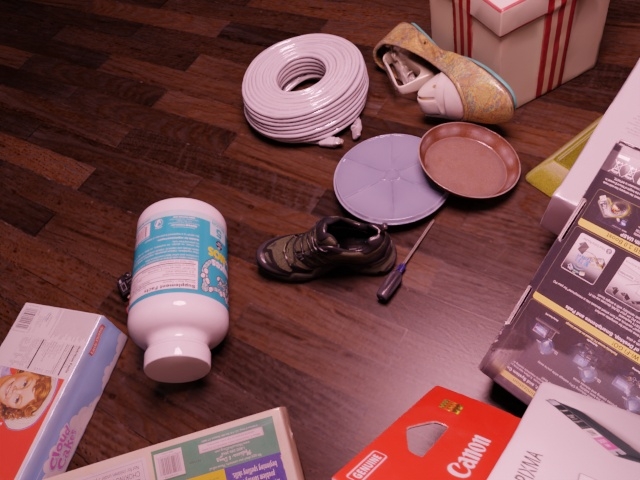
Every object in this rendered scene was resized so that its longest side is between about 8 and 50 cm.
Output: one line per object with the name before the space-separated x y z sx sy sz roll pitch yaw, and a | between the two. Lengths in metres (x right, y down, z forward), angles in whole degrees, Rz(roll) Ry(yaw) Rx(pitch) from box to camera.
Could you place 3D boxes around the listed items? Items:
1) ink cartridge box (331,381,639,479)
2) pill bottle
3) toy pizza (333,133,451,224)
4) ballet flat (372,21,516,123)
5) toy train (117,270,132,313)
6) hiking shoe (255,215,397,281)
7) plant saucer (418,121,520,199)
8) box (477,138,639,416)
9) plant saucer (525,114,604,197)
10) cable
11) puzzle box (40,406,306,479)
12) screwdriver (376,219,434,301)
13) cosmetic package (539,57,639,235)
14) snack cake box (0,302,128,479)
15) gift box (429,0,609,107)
ink cartridge box | 0.180 0.190 0.509 0.238 0.275 0.060 18 102 28
pill bottle | -0.213 0.075 0.857 0.146 0.146 0.264 -13 54 7
toy pizza | 0.123 -0.102 0.956 0.201 0.032 0.201 -5 54 6
ballet flat | 0.204 -0.288 1.017 0.123 0.123 0.349 -29 48 -6
toy train | -0.303 0.113 0.929 0.036 0.027 0.158 -35 54 -6
hiking shoe | 0.000 0.000 0.869 0.226 0.114 0.086 -5 54 12
plant saucer | 0.240 -0.127 0.923 0.168 0.029 0.169 3 54 -5
box | 0.415 0.121 0.582 0.395 0.097 0.318 35 105 33
plant saucer | 0.452 -0.113 0.867 0.188 0.045 0.188 -37 54 -11
cable | -0.033 -0.301 1.104 0.257 0.089 0.257 2 57 17
puzzle box | -0.197 0.384 0.646 0.408 0.052 0.272 -17 72 3
screwdriver | 0.137 0.029 0.877 0.024 0.025 0.170 23 56 28
cosmetic package | 0.533 -0.055 0.733 0.377 0.097 0.284 32 70 21
snack cake box | -0.422 0.235 0.839 0.152 0.089 0.265 7 58 18
gift box | 0.349 -0.426 0.982 0.276 0.258 0.255 -33 54 -7
